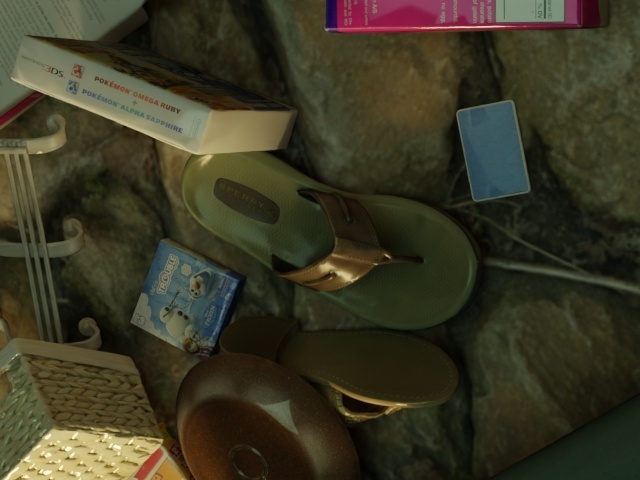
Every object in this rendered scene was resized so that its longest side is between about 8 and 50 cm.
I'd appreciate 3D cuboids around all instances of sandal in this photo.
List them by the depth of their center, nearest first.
[{"bbox_3d":[-0.002,0.001,1.479,0.303,0.086,0.120,20,105,17],"label":"sandal"},{"bbox_3d":[0.022,0.131,1.509,0.240,0.088,0.079,10,133,27],"label":"sandal"}]

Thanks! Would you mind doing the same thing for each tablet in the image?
[{"bbox_3d":[0.152,-0.079,1.451,0.054,0.006,0.083,-10,93,22],"label":"tablet"}]

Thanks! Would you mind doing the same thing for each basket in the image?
[{"bbox_3d":[-0.242,0.171,1.541,0.113,0.167,0.103,-45,58,20],"label":"basket"}]

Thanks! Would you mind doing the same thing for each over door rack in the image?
[{"bbox_3d":[-0.383,0.002,1.570,0.324,0.108,0.239,-5,115,2],"label":"over door rack"}]

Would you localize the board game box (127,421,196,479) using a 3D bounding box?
[{"bbox_3d":[-0.217,0.300,1.637,0.259,0.039,0.124,-38,82,24],"label":"board game box"}]

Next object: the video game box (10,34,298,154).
[{"bbox_3d":[-0.140,-0.128,1.452,0.187,0.205,0.048,20,101,17],"label":"video game box"}]

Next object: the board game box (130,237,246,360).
[{"bbox_3d":[-0.126,0.057,1.572,0.090,0.020,0.090,26,106,17],"label":"board game box"}]

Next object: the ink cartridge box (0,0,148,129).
[{"bbox_3d":[-0.293,-0.228,1.572,0.371,0.069,0.175,-33,85,25],"label":"ink cartridge box"}]

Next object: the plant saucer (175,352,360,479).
[{"bbox_3d":[-0.059,0.197,1.518,0.198,0.036,0.198,17,125,25],"label":"plant saucer"}]

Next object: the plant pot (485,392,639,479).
[{"bbox_3d":[0.248,0.286,1.310,0.334,0.341,0.341,-37,84,14],"label":"plant pot"}]

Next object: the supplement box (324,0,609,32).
[{"bbox_3d":[0.124,-0.230,1.383,0.220,0.111,0.114,3,98,20],"label":"supplement box"}]
